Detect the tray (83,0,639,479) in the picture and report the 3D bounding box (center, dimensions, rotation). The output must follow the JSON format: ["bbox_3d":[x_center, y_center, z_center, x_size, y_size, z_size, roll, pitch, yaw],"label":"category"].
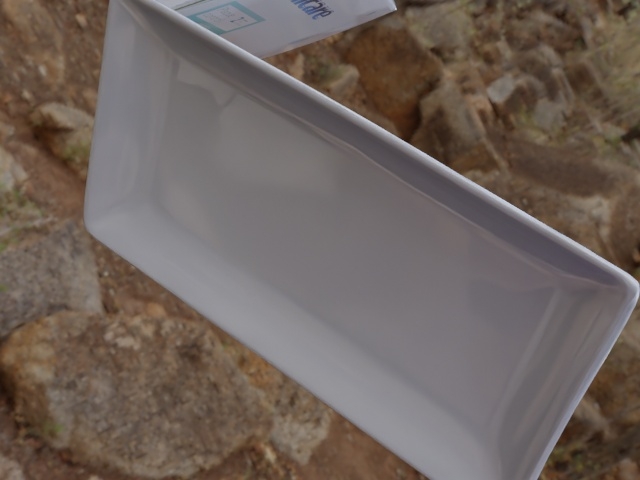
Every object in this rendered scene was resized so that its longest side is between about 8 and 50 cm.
[{"bbox_3d":[0.000,0.000,0.446,0.270,0.145,0.030,33,36,22],"label":"tray"}]

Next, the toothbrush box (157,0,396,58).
[{"bbox_3d":[-0.061,-0.281,0.620,0.216,0.126,0.295,-24,95,-78],"label":"toothbrush box"}]
